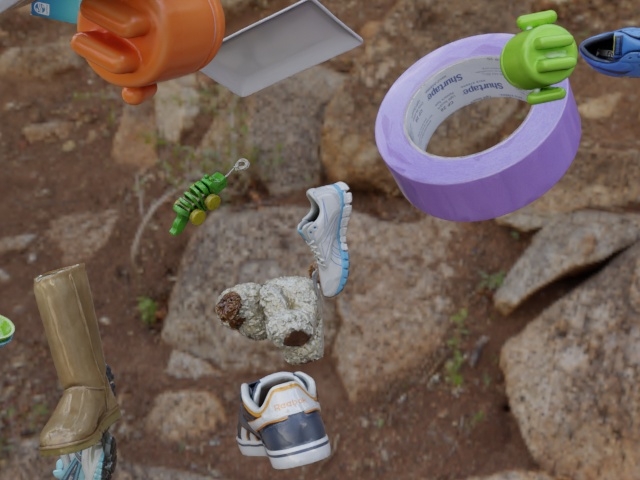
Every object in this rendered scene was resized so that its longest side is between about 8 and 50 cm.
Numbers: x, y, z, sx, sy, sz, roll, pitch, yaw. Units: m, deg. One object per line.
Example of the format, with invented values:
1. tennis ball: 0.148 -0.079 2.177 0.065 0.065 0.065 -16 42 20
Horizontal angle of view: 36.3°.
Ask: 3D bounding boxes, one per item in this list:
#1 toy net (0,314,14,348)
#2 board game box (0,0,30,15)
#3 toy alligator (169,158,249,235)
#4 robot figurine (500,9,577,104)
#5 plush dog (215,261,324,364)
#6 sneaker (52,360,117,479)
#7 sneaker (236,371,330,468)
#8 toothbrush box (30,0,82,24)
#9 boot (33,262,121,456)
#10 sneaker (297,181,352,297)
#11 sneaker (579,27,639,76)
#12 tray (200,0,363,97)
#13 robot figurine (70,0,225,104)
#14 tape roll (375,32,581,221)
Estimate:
1. toy net: -0.565 0.158 1.443 0.122 0.045 0.232 29 26 11
2. board game box: -0.198 -0.298 0.935 0.193 0.053 0.305 -35 19 -30
3. toy alligator: -0.200 -0.088 1.693 0.056 0.051 0.189 34 75 34
4. robot figurine: 0.243 -0.204 1.095 0.067 0.101 0.115 -11 5 -11
5. plush dog: -0.111 0.143 2.066 0.225 0.210 0.262 0 -18 7
6. sneaker: -0.448 0.338 1.794 0.122 0.283 0.110 6 21 3
7. sneaker: -0.063 0.265 1.502 0.126 0.127 0.321 -14 -3 -18
8. toothbrush box: -0.340 -0.468 1.752 0.296 0.126 0.216 11 34 -1
9. boot: -0.411 0.187 1.559 0.089 0.269 0.236 -11 6 6
10. sneaker: 0.000 0.000 1.593 0.083 0.190 0.071 -4 10 -27
11. sneaker: 0.452 -0.256 1.330 0.082 0.069 0.209 7 2 -44
12. tray: -0.077 -0.320 1.605 0.270 0.145 0.030 -18 58 34
13. robot figurine: -0.194 -0.246 1.135 0.128 0.158 0.219 -10 12 28
14. tape roll: 0.219 -0.162 1.371 0.275 0.090 0.274 -15 50 19
